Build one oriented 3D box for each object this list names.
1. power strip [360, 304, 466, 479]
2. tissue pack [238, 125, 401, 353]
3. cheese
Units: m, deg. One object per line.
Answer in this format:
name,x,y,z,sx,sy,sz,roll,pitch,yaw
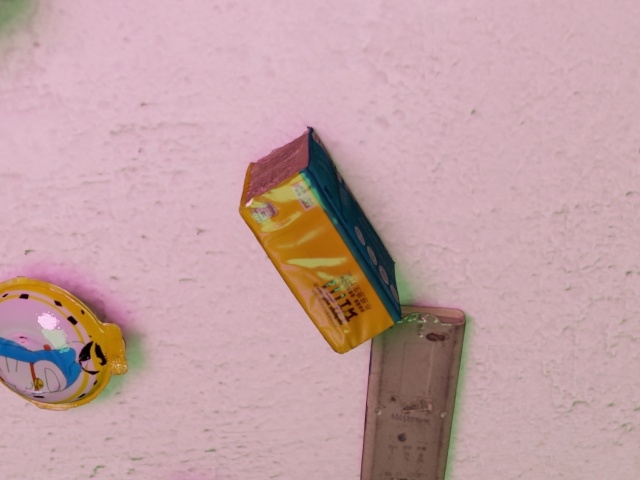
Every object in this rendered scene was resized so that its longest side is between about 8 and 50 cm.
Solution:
power strip,0.093,0.184,0.881,0.092,0.034,0.268,3,115,0
tissue pack,0.000,0.000,0.751,0.082,0.120,0.169,-27,112,12
cheese,-0.312,0.104,0.843,0.250,0.064,0.157,3,115,14
